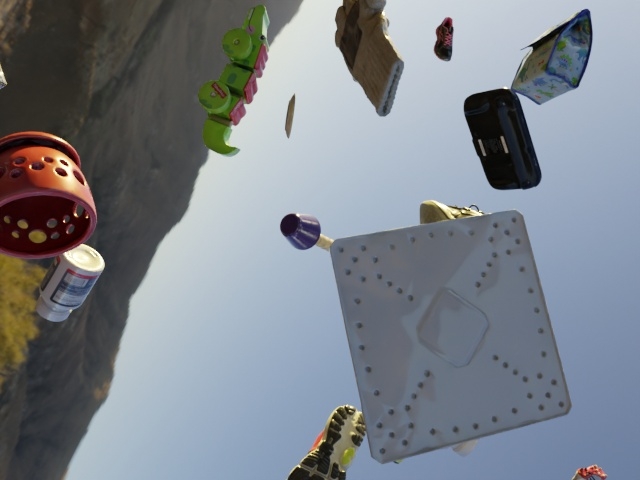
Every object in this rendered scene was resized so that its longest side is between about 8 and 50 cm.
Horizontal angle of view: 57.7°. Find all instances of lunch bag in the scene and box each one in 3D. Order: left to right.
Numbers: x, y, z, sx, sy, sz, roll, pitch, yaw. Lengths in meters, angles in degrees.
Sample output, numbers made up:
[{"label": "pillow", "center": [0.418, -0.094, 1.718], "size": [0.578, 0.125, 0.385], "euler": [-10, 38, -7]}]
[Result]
[{"label": "lunch bag", "center": [0.453, -0.360, 1.126], "size": [0.151, 0.096, 0.129], "euler": [-66, -168, -6]}]

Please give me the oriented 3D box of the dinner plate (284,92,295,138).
[{"label": "dinner plate", "center": [-0.095, -0.385, 1.792], "size": [0.141, 0.017, 0.141], "euler": [-171, -90, -81]}]

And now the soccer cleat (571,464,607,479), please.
[{"label": "soccer cleat", "center": [0.497, 0.437, 1.075], "size": [0.036, 0.083, 0.029], "euler": [-60, -142, 23]}]

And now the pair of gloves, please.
[{"label": "pair of gloves", "center": [0.075, -0.285, 0.652], "size": [0.204, 0.042, 0.240], "euler": [-113, -151, -47]}]

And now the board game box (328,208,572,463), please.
[{"label": "board game box", "center": [0.234, 0.161, 1.064], "size": [0.050, 0.389, 0.390], "euler": [136, -56, -74]}]

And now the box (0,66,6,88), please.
[{"label": "box", "center": [-0.707, -0.386, 1.188], "size": [0.059, 0.169, 0.054], "euler": [-24, 172, 13]}]

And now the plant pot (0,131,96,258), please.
[{"label": "plant pot", "center": [-0.522, -0.088, 1.056], "size": [0.191, 0.191, 0.174], "euler": [-47, -125, 32]}]

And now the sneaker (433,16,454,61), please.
[{"label": "sneaker", "center": [0.306, -0.493, 1.415], "size": [0.057, 0.047, 0.119], "euler": [123, -29, -64]}]

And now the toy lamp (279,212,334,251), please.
[{"label": "toy lamp", "center": [0.000, 0.000, 1.259], "size": [0.080, 0.274, 0.080], "euler": [-7, -107, 24]}]

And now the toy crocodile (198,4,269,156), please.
[{"label": "toy crocodile", "center": [-0.176, -0.346, 1.258], "size": [0.115, 0.105, 0.341], "euler": [84, 26, -78]}]

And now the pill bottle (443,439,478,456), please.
[{"label": "pill bottle", "center": [0.274, 0.427, 1.411], "size": [0.121, 0.216, 0.121], "euler": [-58, 178, -2]}]

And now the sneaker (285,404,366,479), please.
[{"label": "sneaker", "center": [0.006, 0.473, 1.195], "size": [0.279, 0.107, 0.118], "euler": [-46, 167, -38]}]

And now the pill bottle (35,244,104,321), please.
[{"label": "pill bottle", "center": [-0.611, 0.104, 1.403], "size": [0.180, 0.108, 0.108], "euler": [-52, -160, 20]}]

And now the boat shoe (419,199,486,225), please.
[{"label": "boat shoe", "center": [0.484, -0.024, 1.969], "size": [0.500, 0.155, 0.187], "euler": [-141, -135, -65]}]

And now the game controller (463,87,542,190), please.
[{"label": "game controller", "center": [0.519, -0.280, 1.662], "size": [0.166, 0.319, 0.067], "euler": [7, -139, 49]}]

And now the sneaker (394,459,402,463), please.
[{"label": "sneaker", "center": [0.246, 0.523, 1.634], "size": [0.094, 0.081, 0.209], "euler": [-6, -124, 42]}]
